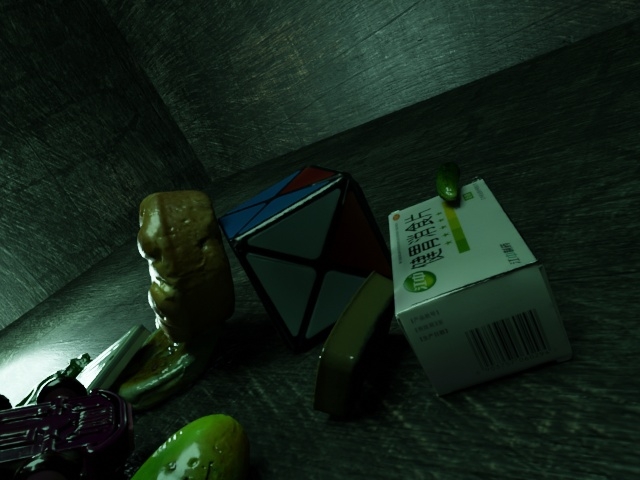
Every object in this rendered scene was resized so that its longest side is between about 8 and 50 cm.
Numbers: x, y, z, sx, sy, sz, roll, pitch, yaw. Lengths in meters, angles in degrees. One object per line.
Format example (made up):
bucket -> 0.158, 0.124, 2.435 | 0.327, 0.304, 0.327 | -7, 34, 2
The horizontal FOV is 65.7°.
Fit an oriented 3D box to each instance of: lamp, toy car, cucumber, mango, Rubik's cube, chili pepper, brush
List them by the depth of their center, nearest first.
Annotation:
mango -> -0.180, 0.319, 0.609 | 0.233, 0.111, 0.125 | -41, 18, -29
brush -> 0.055, 0.144, 0.703 | 0.059, 0.123, 0.197 | 19, 39, 17
toy car -> -0.451, 0.372, 0.731 | 0.341, 0.240, 0.271 | -5, 12, -20
cucumber -> 0.207, -0.101, 0.807 | 0.039, 0.039, 0.168 | -21, 18, 24
Rubik's cube -> -0.029, 0.019, 0.956 | 0.249, 0.249, 0.246 | -29, 19, -8
lamp -> -0.494, 0.319, 1.044 | 0.267, 0.047, 0.269 | -36, 17, 30
chili pepper -> -0.684, 0.375, 1.263 | 0.224, 0.060, 0.098 | -38, 27, -30

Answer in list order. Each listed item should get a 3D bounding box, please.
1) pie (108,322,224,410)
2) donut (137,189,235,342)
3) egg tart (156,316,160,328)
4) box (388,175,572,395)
pie -> -0.325, 0.245, 1.073 | 0.303, 0.066, 0.302 | -26, 19, 10
donut -> -0.263, 0.046, 0.971 | 0.150, 0.298, 0.317 | -14, 16, -14
egg tart -> -0.374, 0.190, 1.295 | 0.129, 0.049, 0.128 | -17, 51, 22
box -> 0.205, 0.043, 0.715 | 0.173, 0.145, 0.332 | -21, 21, 15
